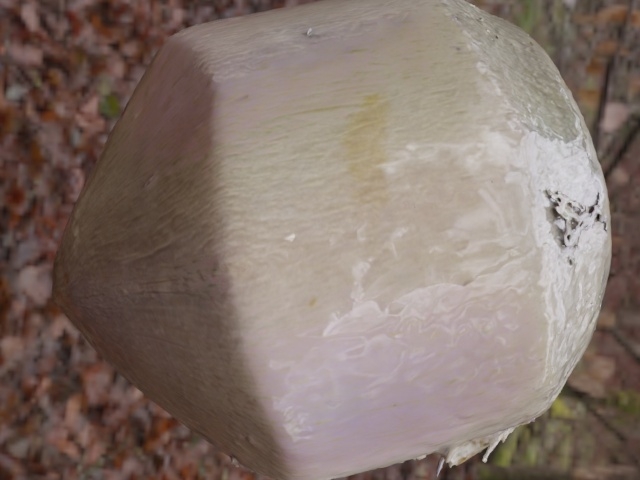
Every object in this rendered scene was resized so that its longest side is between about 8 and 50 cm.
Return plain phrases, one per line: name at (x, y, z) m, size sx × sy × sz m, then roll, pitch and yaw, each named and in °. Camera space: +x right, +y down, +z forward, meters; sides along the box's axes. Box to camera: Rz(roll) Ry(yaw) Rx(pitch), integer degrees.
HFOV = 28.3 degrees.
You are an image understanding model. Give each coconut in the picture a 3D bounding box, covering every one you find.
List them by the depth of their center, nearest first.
coconut at (0.000, 0.000, 0.565) m, size 0.224 × 0.233 × 0.224 m, roll 156°, pitch -90°, yaw -86°
